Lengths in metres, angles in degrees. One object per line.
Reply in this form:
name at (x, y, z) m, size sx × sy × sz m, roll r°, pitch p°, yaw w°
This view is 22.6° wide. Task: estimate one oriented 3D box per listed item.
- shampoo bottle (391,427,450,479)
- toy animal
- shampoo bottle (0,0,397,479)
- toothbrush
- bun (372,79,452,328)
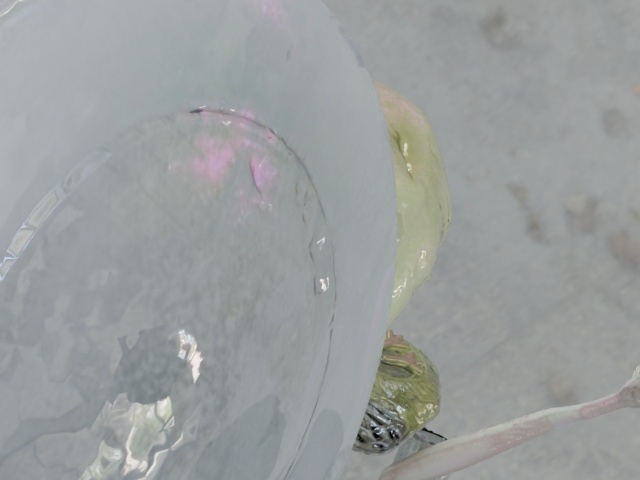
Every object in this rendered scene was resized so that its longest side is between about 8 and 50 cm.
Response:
shampoo bottle at (0.088, 0.314, 1.786) m, size 0.072 × 0.072 × 0.214 m, roll 19°, pitch 99°, yaw -20°
toy animal at (0.027, 0.120, 1.222) m, size 0.137 × 0.098 × 0.098 m, roll -1°, pitch 65°, yaw -35°
shampoo bottle at (-0.137, 0.005, 0.481) m, size 0.266 × 0.273 × 0.273 m, roll 21°, pitch 42°, yaw 34°
toothbrush at (0.146, 0.132, 1.141) m, size 0.025 × 0.307 × 0.029 m, roll 47°, pitch 46°, yaw -14°
bun at (0.000, 0.000, 1.704) m, size 0.213 × 0.361 × 0.361 m, roll 28°, pitch 52°, yaw -37°
